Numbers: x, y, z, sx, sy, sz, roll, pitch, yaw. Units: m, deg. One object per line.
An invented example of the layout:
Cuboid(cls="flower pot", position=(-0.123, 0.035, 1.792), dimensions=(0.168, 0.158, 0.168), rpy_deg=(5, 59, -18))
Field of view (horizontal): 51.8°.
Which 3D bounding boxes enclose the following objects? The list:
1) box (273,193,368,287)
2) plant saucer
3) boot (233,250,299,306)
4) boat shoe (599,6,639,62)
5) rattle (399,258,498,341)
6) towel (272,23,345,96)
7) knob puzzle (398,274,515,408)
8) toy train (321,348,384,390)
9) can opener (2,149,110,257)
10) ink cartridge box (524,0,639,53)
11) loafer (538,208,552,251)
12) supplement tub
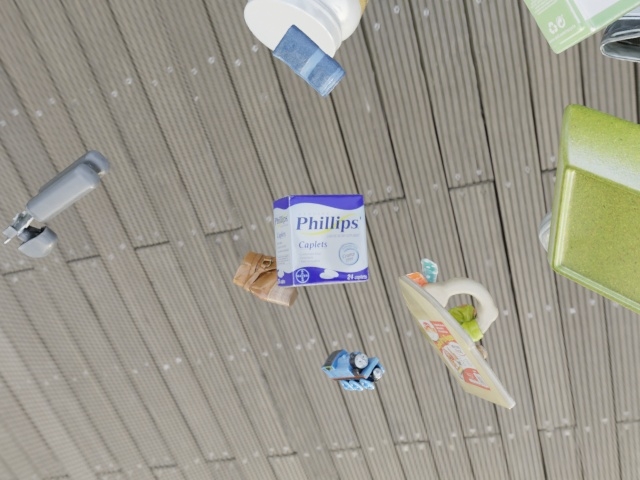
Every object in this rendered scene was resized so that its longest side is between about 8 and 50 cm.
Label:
Cuboid(cls="box", position=(0.000, 0.000, 1.018), dimensions=(0.126, 0.072, 0.137), rpy_deg=(-2, 86, -22))
Cuboid(cls="plant saucer", position=(0.275, -0.003, 0.570), dimensions=(0.188, 0.045, 0.188), rpy_deg=(32, 147, 37))
Cuboid(cls="boot", position=(-0.099, 0.053, 1.537), dimensions=(0.152, 0.197, 0.073), rpy_deg=(20, 142, 17))
Cuboid(cls="boat shoe", position=(0.734, -0.392, 1.325), dimensions=(0.335, 0.119, 0.121), rpy_deg=(17, 159, 42))
Cuboid(cls="rattle", position=(0.218, 0.090, 1.204), dimensions=(0.200, 0.142, 0.130), rpy_deg=(33, 119, -12))
Cuboid(cls="towel", position=(-0.019, -0.295, 1.087), dimensions=(0.119, 0.029, 0.067), rpy_deg=(41, 140, -7))
Cuboid(cls="knob puzzle", position=(0.171, 0.121, 0.866), dimensions=(0.030, 0.213, 0.213), rpy_deg=(-35, 114, -8))
Cuboid(cls="toy train", position=(0.086, 0.334, 1.715), dimensions=(0.105, 0.080, 0.184), rpy_deg=(44, 151, -13))
Cuboid(cls="can opener", position=(-0.443, -0.052, 1.126), dimensions=(0.283, 0.076, 0.095), rpy_deg=(-25, 120, 33))
Cuboid(cls="ink cartridge box", position=(0.200, -0.290, 0.510), dimensions=(0.171, 0.056, 0.235), rpy_deg=(-32, 93, -15))
Cuboid(cls="loafer", position=(0.378, -0.064, 0.674), dimensions=(0.319, 0.111, 0.112), rpy_deg=(-25, 112, 35))
Cuboid(cls="supplement tub", position=(-0.001, -0.537, 1.308), dimensions=(0.228, 0.316, 0.228), rpy_deg=(22, 166, 6))
